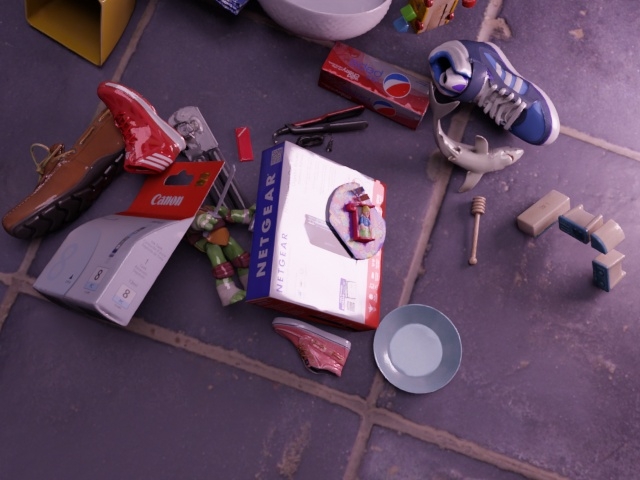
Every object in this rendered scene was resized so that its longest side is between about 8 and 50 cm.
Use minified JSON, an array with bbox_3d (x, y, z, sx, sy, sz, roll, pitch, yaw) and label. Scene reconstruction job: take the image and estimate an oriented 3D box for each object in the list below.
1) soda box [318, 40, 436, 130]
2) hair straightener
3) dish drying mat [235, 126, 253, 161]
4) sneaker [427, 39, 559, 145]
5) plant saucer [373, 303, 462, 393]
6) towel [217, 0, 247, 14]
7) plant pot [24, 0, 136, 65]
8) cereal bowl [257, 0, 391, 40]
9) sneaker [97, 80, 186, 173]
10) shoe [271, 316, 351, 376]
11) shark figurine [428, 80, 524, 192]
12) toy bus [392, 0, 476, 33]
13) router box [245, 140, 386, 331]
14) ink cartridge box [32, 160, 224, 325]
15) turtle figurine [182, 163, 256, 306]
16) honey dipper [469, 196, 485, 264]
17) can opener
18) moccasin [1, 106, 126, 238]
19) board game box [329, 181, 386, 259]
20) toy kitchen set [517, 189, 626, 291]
[{"bbox_3d":[0.131,-0.364,1.987,0.263,0.083,0.092,26,70,3],"label":"soda box"},{"bbox_3d":[0.002,-0.250,1.954,0.230,0.047,0.089,-12,74,-10],"label":"hair straightener"},{"bbox_3d":[-0.176,-0.222,1.945,0.032,0.008,0.083,-7,73,-10],"label":"dish drying mat"},{"bbox_3d":[0.378,-0.331,1.940,0.236,0.130,0.323,-16,64,-39],"label":"sneaker"},{"bbox_3d":[0.207,0.236,1.826,0.195,0.037,0.195,2,71,-7],"label":"plant saucer"},{"bbox_3d":[-0.305,-0.653,1.980,0.336,0.040,0.243,28,35,-5],"label":"towel"},{"bbox_3d":[-0.531,-0.571,1.923,0.212,0.212,0.187,32,58,4],"label":"plant pot"},{"bbox_3d":[0.000,-0.587,1.992,0.339,0.141,0.339,6,53,-8],"label":"cereal bowl"},{"bbox_3d":[-0.400,-0.228,1.776,0.221,0.087,0.128,38,63,-13],"label":"sneaker"},{"bbox_3d":[-0.027,0.227,1.787,0.178,0.063,0.081,21,66,-4],"label":"shoe"},{"bbox_3d":[0.314,-0.229,1.946,0.278,0.116,0.166,32,113,-27],"label":"shark figurine"},{"bbox_3d":[0.268,-0.591,2.025,0.202,0.191,0.104,-34,74,30],"label":"toy bus"},{"bbox_3d":[0.000,0.000,1.773,0.301,0.082,0.335,19,67,-38],"label":"router box"},{"bbox_3d":[-0.392,-0.027,1.709,0.091,0.308,0.385,41,69,-33],"label":"ink cartridge box"},{"bbox_3d":[-0.175,-0.018,1.748,0.274,0.198,0.266,-24,93,0],"label":"turtle figurine"},{"bbox_3d":[0.356,-0.021,1.933,0.030,0.030,0.161,11,75,-3],"label":"honey dipper"},{"bbox_3d":[-0.251,-0.169,1.894,0.076,0.095,0.283,-29,91,-15],"label":"can opener"},{"bbox_3d":[-0.539,-0.155,1.813,0.147,0.139,0.380,38,72,7],"label":"moccasin"},{"bbox_3d":[0.090,-0.044,1.786,0.169,0.033,0.133,53,50,-18],"label":"board game box"},{"bbox_3d":[0.575,0.015,1.928,0.122,0.166,0.207,-35,43,-16],"label":"toy kitchen set"}]
